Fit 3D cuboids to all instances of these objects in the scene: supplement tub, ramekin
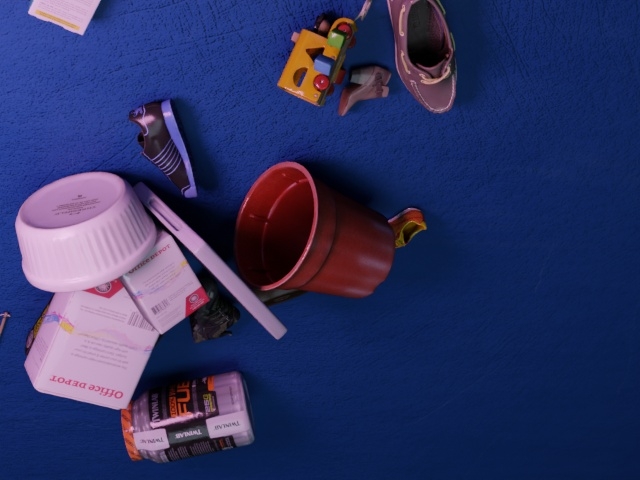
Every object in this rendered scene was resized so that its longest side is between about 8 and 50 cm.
[{"bbox_3d":[-0.336,0.456,2.385,0.316,0.193,0.193,-12,136,-3],"label":"supplement tub"},{"bbox_3d":[-0.468,-0.029,1.831,0.273,0.273,0.127,-13,123,-1],"label":"ramekin"}]

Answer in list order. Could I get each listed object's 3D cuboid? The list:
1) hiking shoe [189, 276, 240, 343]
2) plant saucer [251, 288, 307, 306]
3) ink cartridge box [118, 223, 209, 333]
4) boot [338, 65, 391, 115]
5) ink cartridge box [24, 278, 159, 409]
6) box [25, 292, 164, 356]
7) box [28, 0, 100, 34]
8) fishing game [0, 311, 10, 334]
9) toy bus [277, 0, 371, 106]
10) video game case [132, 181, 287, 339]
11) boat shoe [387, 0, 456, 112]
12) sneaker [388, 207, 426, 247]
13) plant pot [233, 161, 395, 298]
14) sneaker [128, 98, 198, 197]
[{"bbox_3d":[-0.246,0.157,2.198,0.114,0.086,0.227,-6,145,-17],"label":"hiking shoe"},{"bbox_3d":[-0.094,0.119,2.144,0.199,0.036,0.198,-19,171,-3],"label":"plant saucer"},{"bbox_3d":[-0.340,0.075,1.928,0.128,0.127,0.176,-35,118,-16],"label":"ink cartridge box"},{"bbox_3d":[0.091,-0.294,1.852,0.087,0.042,0.118,3,134,-19],"label":"boot"},{"bbox_3d":[-0.481,0.190,2.042,0.226,0.131,0.306,22,97,-32],"label":"ink cartridge box"},{"bbox_3d":[-0.526,0.218,2.195,0.270,0.060,0.216,20,127,-30],"label":"box"},{"bbox_3d":[-0.393,-0.467,1.546,0.101,0.060,0.244,19,127,-29],"label":"box"},{"bbox_3d":[-0.858,0.202,2.113,0.264,0.041,0.189,16,126,-27],"label":"fishing game"},{"bbox_3d":[-0.005,-0.350,1.723,0.104,0.202,0.191,25,138,5],"label":"toy bus"},{"bbox_3d":[-0.231,0.042,1.936,0.036,0.300,0.329,-45,133,-6],"label":"video game case"},{"bbox_3d":[0.202,-0.358,1.774,0.117,0.096,0.324,-17,136,3],"label":"boat shoe"},{"bbox_3d":[0.163,-0.009,2.135,0.175,0.067,0.064,-37,133,24],"label":"sneaker"},{"bbox_3d":[0.000,0.000,1.986,0.265,0.272,0.272,18,128,-39],"label":"plant pot"},{"bbox_3d":[-0.307,-0.176,1.850,0.090,0.081,0.232,-12,129,2],"label":"sneaker"}]
